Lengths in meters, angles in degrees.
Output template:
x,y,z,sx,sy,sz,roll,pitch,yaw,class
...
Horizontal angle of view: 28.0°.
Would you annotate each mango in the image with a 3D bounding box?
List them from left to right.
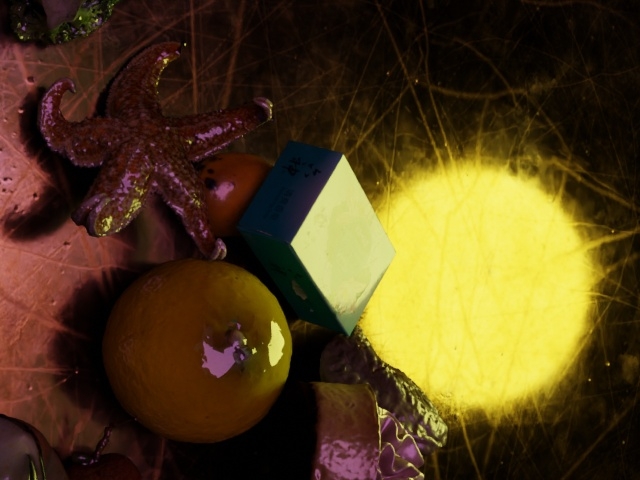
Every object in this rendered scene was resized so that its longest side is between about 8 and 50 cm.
x,y,z,sx,sy,sz,roll,pitch,yaw,class
-0.106,-0.060,1.730,0.178,0.090,0.115,4,96,-38,mango

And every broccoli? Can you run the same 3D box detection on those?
x,y,z,sx,sy,sz,roll,pitch,yaw,class
-0.320,-0.309,1.577,0.162,0.138,0.146,-33,120,11,broccoli

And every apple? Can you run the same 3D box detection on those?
x,y,z,sx,sy,sz,roll,pitch,yaw,class
-0.387,0.304,1.472,0.188,0.174,0.207,-21,103,-3,apple

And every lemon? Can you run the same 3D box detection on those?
x,y,z,sx,sy,sz,roll,pitch,yaw,class
-0.145,0.137,1.616,0.240,0.219,0.241,3,84,-30,lemon

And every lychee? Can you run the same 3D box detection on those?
x,y,z,sx,sy,sz,roll,pitch,yaw,class
-0.269,0.299,1.591,0.114,0.101,0.140,-5,73,4,lychee

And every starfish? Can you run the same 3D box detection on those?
x,y,z,sx,sy,sz,roll,pitch,yaw,class
-0.199,-0.115,1.611,0.303,0.113,0.312,-20,70,-26,starfish

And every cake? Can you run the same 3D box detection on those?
x,y,z,sx,sy,sz,roll,pitch,yaw,class
0.043,0.270,1.623,0.178,0.208,0.185,2,128,-20,cake

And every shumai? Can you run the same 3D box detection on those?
x,y,z,sx,sy,sz,roll,pitch,yaw,class
0.050,0.255,1.786,0.218,0.184,0.185,45,96,14,shumai

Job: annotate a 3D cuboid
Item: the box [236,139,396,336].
x,y,z,sx,sy,sz,roll,pitch,yaw,class
0.000,0.000,1.739,0.153,0.092,0.245,-59,146,-20,box
